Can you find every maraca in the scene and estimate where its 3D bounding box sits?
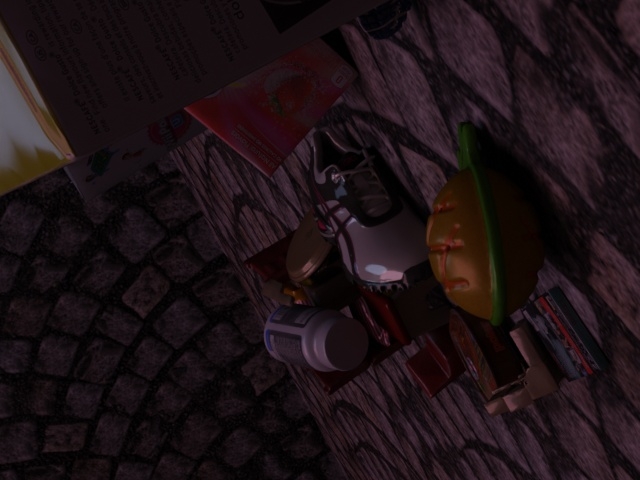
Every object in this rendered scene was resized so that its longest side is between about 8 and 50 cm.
[{"bbox_3d":[0.138,-0.015,1.245,0.127,0.099,0.186,89,174,-58],"label":"maraca"}]

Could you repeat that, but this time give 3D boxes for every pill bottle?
[{"bbox_3d":[-0.005,0.121,1.791,0.137,0.078,0.078,6,130,57],"label":"pill bottle"}]

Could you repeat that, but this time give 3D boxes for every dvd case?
[{"bbox_3d":[0.228,0.090,1.356,0.087,0.013,0.119,57,170,8],"label":"dvd case"}]

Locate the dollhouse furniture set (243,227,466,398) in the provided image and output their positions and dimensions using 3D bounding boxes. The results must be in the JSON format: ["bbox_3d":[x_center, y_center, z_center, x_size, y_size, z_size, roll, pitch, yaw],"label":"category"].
[{"bbox_3d":[0.054,0.111,1.897,0.201,0.152,0.374,62,170,-21],"label":"dollhouse furniture set"}]

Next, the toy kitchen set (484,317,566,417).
[{"bbox_3d":[0.200,0.122,1.458,0.075,0.083,0.068,59,-148,-4],"label":"toy kitchen set"}]

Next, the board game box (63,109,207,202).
[{"bbox_3d":[-0.223,-0.220,1.792,0.224,0.303,0.097,52,169,35],"label":"board game box"}]

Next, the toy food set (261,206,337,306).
[{"bbox_3d":[0.000,0.000,1.828,0.038,0.192,0.132,29,178,-20],"label":"toy food set"}]

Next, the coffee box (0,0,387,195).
[{"bbox_3d":[-0.186,-0.253,1.116,0.337,0.334,0.338,-12,107,62],"label":"coffee box"}]

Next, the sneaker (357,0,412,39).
[{"bbox_3d":[0.038,-0.235,1.206,0.058,0.052,0.135,-125,16,-60],"label":"sneaker"}]

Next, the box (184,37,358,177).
[{"bbox_3d":[-0.129,-0.221,1.490,0.300,0.154,0.142,40,-177,-33],"label":"box"}]

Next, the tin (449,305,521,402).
[{"bbox_3d":[0.182,0.126,1.595,0.190,0.040,0.106,77,169,-74],"label":"tin"}]

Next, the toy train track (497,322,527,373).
[{"bbox_3d":[0.212,0.121,1.543,0.083,0.014,0.048,62,177,13],"label":"toy train track"}]

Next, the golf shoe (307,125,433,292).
[{"bbox_3d":[0.049,-0.032,1.630,0.273,0.105,0.120,43,156,55],"label":"golf shoe"}]
